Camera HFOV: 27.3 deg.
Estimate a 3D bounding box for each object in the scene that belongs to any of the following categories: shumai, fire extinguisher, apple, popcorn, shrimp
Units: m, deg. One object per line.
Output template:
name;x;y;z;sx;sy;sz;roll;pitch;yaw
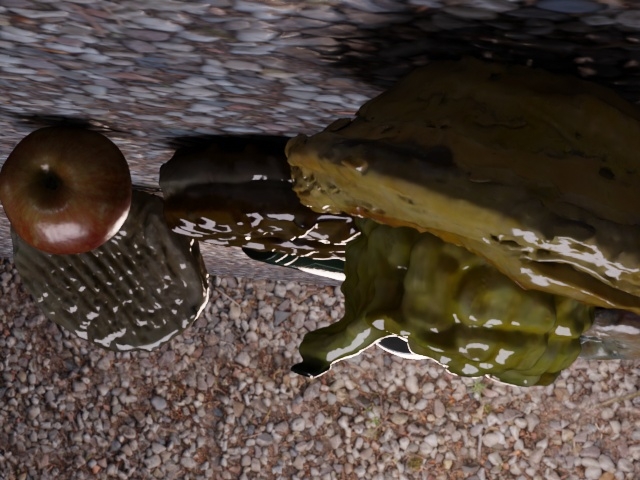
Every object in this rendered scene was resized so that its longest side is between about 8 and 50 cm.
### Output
shumai;-0.309;-0.004;2.029;0.314;0.267;0.262;34;-158;-9
fire extinguisher;0.000;0.000;1.987;0.311;0.095;0.114;16;-147;-53
apple;-0.276;-0.057;1.430;0.146;0.146;0.131;5;169;8
popcorn;0.147;0.023;1.275;0.292;0.237;0.293;3;171;1
shrimp;0.374;0.129;1.933;0.168;0.077;0.317;23;162;-36

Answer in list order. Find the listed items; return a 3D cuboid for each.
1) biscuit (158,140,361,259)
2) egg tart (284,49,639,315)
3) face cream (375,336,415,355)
biscuit;-0.025;-0.040;1.505;0.331;0.103;0.332;7;175;1
egg tart;0.147;-0.045;0.958;0.351;0.150;0.352;19;-179;0
face cream;0.163;0.103;2.272;0.201;0.201;0.187;5;174;8
